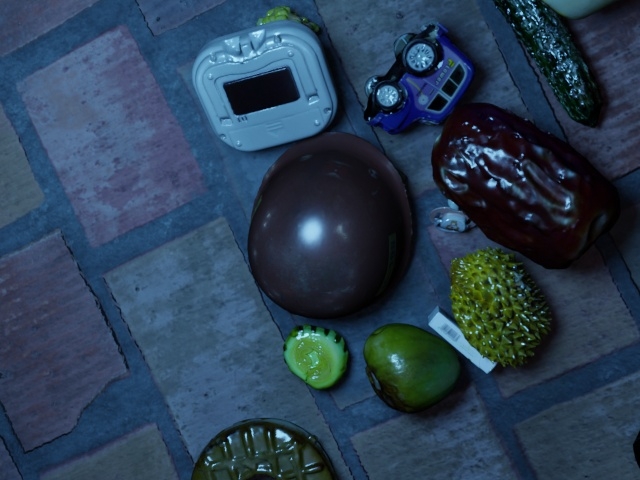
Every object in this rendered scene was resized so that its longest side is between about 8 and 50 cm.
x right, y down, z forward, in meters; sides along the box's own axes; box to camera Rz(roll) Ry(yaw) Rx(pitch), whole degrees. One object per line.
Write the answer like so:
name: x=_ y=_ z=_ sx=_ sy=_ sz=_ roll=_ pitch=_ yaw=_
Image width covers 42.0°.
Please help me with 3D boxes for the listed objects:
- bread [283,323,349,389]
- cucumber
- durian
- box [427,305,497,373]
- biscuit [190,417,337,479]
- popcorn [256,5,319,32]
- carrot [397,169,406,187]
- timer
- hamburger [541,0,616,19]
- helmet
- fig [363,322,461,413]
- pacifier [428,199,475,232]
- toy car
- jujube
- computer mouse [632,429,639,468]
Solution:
bread: x=-0.010 y=0.238 z=1.731 sx=0.139 sy=0.071 sz=0.129 roll=19 pitch=99 yaw=3
cucumber: x=0.448 y=-0.376 z=1.623 sx=0.096 sy=0.096 sz=0.359 roll=-32 pitch=90 yaw=8
durian: x=0.362 y=0.129 z=1.635 sx=0.138 sy=0.183 sz=0.249 roll=-33 pitch=96 yaw=39
box: x=0.287 y=0.200 z=1.689 sx=0.154 sy=0.084 sz=0.040 roll=39 pitch=95 yaw=2
biscuit: x=-0.121 y=0.534 z=1.750 sx=0.332 sy=0.103 sz=0.331 roll=1 pitch=95 yaw=6
popcorn: x=-0.063 y=-0.396 z=1.663 sx=0.126 sy=0.126 sz=0.145 roll=-19 pitch=81 yaw=16
carrot: x=0.082 y=-0.120 z=1.700 sx=0.186 sy=0.060 sz=0.060 roll=1 pitch=94 yaw=9
timer: x=-0.107 y=-0.290 z=1.607 sx=0.262 sy=0.087 sz=0.237 roll=-13 pitch=127 yaw=12
hamburger: x=0.464 y=-0.547 z=1.514 sx=0.276 sy=0.294 sz=0.179 roll=43 pitch=129 yaw=-13
helmet: x=0.000 y=0.000 z=1.606 sx=0.338 sy=0.230 sz=0.384 roll=18 pitch=110 yaw=8
fig: x=0.182 y=0.252 z=1.657 sx=0.191 sy=0.181 sz=0.180 roll=-4 pitch=94 yaw=-1
pacifier: x=0.269 y=-0.055 z=1.689 sx=0.099 sy=0.081 sz=0.078 roll=10 pitch=63 yaw=-5
toy car: x=0.190 y=-0.301 z=1.627 sx=0.158 sy=0.172 sz=0.235 roll=36 pitch=102 yaw=-12
jujube: x=0.380 y=-0.099 z=1.567 sx=0.377 sy=0.258 sz=0.258 roll=28 pitch=97 yaw=0
computer mouse: x=0.721 y=0.370 z=1.660 sx=0.146 sy=0.077 sz=0.241 roll=37 pitch=97 yaw=4
